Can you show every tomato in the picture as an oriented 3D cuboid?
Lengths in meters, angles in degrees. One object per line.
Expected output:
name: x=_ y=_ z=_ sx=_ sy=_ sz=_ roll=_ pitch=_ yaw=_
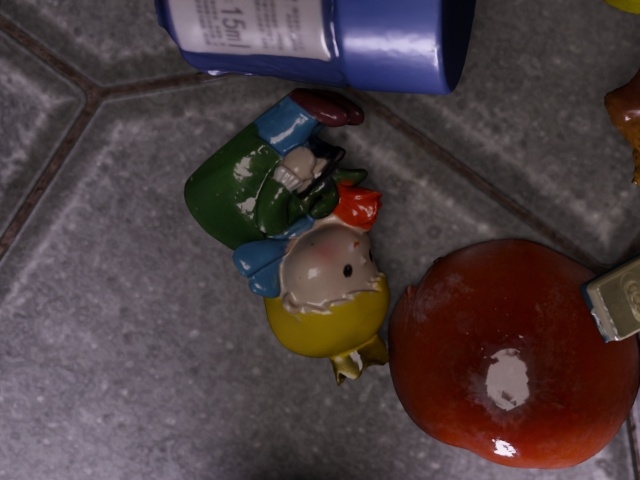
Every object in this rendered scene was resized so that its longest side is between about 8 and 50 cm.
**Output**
tomato: x=0.167 y=0.104 z=1.290 sx=0.228 sy=0.112 sz=0.199 roll=6 pitch=101 yaw=8

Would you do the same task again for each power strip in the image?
power strip: x=0.280 y=0.038 z=1.260 sx=0.123 sy=0.032 sz=0.056 roll=-26 pitch=95 yaw=-18

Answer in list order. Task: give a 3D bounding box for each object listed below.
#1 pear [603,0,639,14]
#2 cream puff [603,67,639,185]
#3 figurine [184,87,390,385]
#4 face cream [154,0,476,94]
pear: x=0.268 y=-0.322 z=1.098 sx=0.294 sy=0.294 sz=0.294 roll=2 pitch=102 yaw=11
cream puff: x=0.368 y=-0.075 z=1.186 sx=0.241 sy=0.155 sz=0.269 roll=-20 pitch=95 yaw=14
figurine: x=0.007 y=-0.003 z=1.301 sx=0.185 sy=0.127 sz=0.234 roll=-39 pitch=82 yaw=9
face cream: x=0.006 y=-0.246 z=1.176 sx=0.225 sy=0.249 sz=0.249 roll=8 pitch=103 yaw=11
